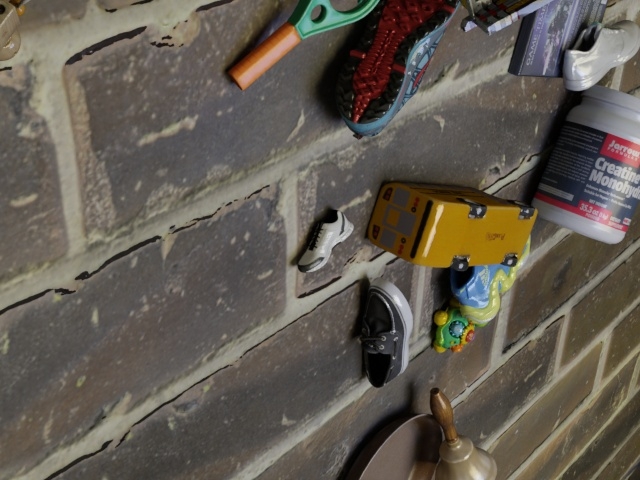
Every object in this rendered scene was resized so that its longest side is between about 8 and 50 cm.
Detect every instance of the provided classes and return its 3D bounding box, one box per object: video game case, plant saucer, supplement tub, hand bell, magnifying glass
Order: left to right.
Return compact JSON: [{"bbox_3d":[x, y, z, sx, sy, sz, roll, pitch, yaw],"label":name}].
[{"bbox_3d":[-0.012,-0.257,1.049,0.231,0.026,0.092,-41,139,-6],"label":"magnifying glass"},{"bbox_3d":[0.125,0.461,1.734,0.310,0.050,0.311,-33,136,-39],"label":"plant saucer"},{"bbox_3d":[0.248,0.370,1.730,0.126,0.126,0.242,-44,129,-27],"label":"hand bell"},{"bbox_3d":[0.433,-0.387,1.611,0.274,0.026,0.196,-10,120,-50],"label":"video game case"},{"bbox_3d":[0.544,-0.147,1.769,0.191,0.191,0.272,8,105,-55],"label":"supplement tub"}]

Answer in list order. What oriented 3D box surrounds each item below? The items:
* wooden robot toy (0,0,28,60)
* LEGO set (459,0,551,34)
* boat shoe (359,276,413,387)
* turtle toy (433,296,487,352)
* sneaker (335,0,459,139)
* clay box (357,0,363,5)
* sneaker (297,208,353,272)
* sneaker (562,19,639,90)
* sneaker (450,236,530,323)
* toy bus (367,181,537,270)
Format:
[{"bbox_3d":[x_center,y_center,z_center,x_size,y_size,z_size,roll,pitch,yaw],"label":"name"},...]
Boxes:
[{"bbox_3d":[-0.279,-0.189,0.770,0.173,0.076,0.079,-56,-179,-12],"label":"wooden robot toy"},{"bbox_3d":[0.185,-0.411,1.086,0.192,0.255,0.331,-29,141,-4],"label":"LEGO set"},{"bbox_3d":[0.096,0.159,1.479,0.076,0.080,0.229,-43,149,-30],"label":"boat shoe"},{"bbox_3d":[0.265,0.159,1.707,0.130,0.066,0.095,-37,138,-34],"label":"turtle toy"},{"bbox_3d":[0.099,-0.252,1.213,0.262,0.104,0.125,-57,168,-11],"label":"sneaker"},{"bbox_3d":[0.058,-0.398,1.071,0.127,0.053,0.222,-39,140,-27],"label":"clay box"},{"bbox_3d":[0.000,0.000,1.280,0.109,0.040,0.044,-51,128,-25],"label":"sneaker"},{"bbox_3d":[0.515,-0.363,1.656,0.212,0.080,0.094,-41,129,-28],"label":"sneaker"},{"bbox_3d":[0.307,0.028,1.658,0.126,0.091,0.240,46,57,-37],"label":"sneaker"},{"bbox_3d":[0.227,-0.025,1.477,0.332,0.130,0.108,-2,112,-53],"label":"toy bus"}]
